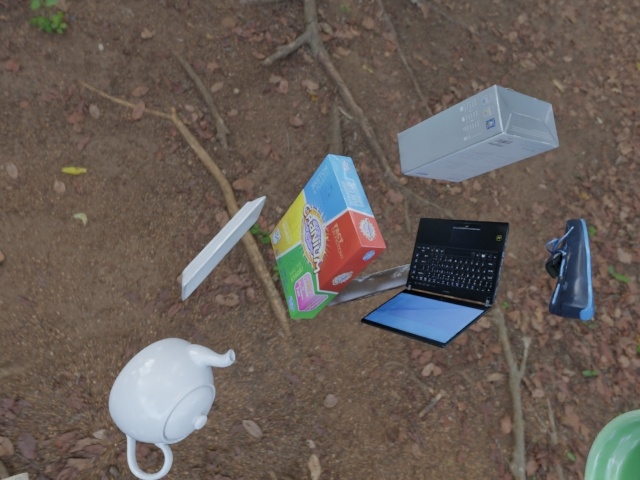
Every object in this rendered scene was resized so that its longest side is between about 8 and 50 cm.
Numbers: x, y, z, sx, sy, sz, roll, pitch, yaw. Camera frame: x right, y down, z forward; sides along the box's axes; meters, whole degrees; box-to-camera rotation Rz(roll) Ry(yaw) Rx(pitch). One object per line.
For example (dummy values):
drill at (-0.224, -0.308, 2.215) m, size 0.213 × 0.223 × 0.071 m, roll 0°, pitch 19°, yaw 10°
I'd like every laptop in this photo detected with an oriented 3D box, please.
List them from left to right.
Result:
laptop at (0.231, 0.070, 1.024) m, size 0.136 × 0.234 × 0.265 m, roll 16°, pitch 85°, yaw -37°

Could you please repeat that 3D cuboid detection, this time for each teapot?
teapot at (-0.332, 0.363, 1.114) m, size 0.187 × 0.256 × 0.252 m, roll 31°, pitch 41°, yaw 26°

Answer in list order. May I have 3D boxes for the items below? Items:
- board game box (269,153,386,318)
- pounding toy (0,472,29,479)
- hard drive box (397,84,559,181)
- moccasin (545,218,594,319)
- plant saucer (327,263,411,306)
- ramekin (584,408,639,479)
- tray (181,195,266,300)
board game box at (0.000, 0.000, 1.126) m, size 0.064 × 0.316 × 0.242 m, roll 3°, pitch 54°, yaw -33°
pounding toy at (-0.380, 0.364, 0.491) m, size 0.181 × 0.206 × 0.094 m, roll -8°, pitch 34°, yaw -32°
hard drive box at (0.293, -0.191, 0.944) m, size 0.181 × 0.232 × 0.089 m, roll 1°, pitch 78°, yaw -37°
moccasin at (0.668, 0.060, 1.341) m, size 0.138 × 0.116 × 0.342 m, roll 65°, pitch 35°, yaw -31°
plant saucer at (0.133, 0.122, 1.306) m, size 0.310 × 0.310 × 0.050 m, roll -10°, pitch 79°, yaw -26°
ramekin at (0.516, 0.380, 0.645) m, size 0.148 × 0.303 × 0.304 m, roll 5°, pitch 67°, yaw -13°
tray at (-0.224, 0.011, 1.104) m, size 0.030 × 0.145 × 0.270 m, roll 39°, pitch 66°, yaw -1°
